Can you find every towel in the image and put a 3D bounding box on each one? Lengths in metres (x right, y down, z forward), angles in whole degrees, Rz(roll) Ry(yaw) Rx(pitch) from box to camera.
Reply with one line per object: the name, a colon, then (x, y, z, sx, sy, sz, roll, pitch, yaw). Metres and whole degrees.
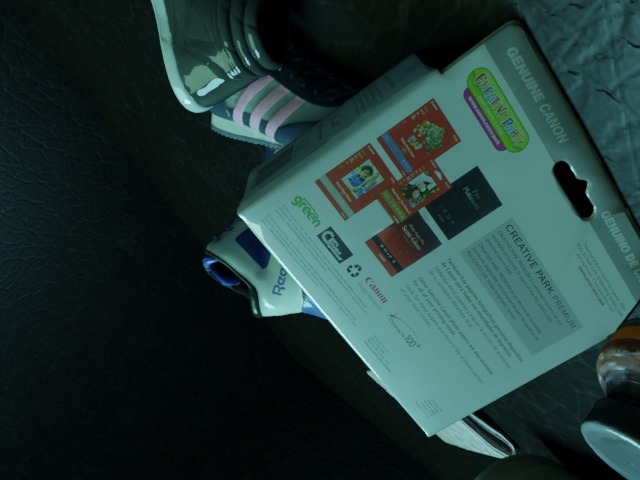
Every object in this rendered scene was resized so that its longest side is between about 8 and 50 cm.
towel: (0.278, 0.404, 1.391, 0.317, 0.053, 0.332, 41, 164, 1)

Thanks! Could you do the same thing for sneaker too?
sneaker: (-0.083, -0.021, 0.828, 0.127, 0.183, 0.315, 80, 179, -61)
sneaker: (-0.035, -0.182, 0.676, 0.319, 0.112, 0.130, 18, 121, 39)
sneaker: (-0.117, -0.301, 0.615, 0.147, 0.104, 0.295, -10, 103, 23)

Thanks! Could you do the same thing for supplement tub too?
supplement tub: (0.256, 0.069, 0.368, 0.106, 0.198, 0.106, 42, 165, 14)

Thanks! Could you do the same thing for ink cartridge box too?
ink cartridge box: (0.127, -0.008, 0.550, 0.309, 0.272, 0.130, 52, -166, -19)

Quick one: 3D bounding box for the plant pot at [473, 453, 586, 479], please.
plant pot: (0.437, 0.525, 0.903, 0.334, 0.334, 0.305, 46, 154, -2)
